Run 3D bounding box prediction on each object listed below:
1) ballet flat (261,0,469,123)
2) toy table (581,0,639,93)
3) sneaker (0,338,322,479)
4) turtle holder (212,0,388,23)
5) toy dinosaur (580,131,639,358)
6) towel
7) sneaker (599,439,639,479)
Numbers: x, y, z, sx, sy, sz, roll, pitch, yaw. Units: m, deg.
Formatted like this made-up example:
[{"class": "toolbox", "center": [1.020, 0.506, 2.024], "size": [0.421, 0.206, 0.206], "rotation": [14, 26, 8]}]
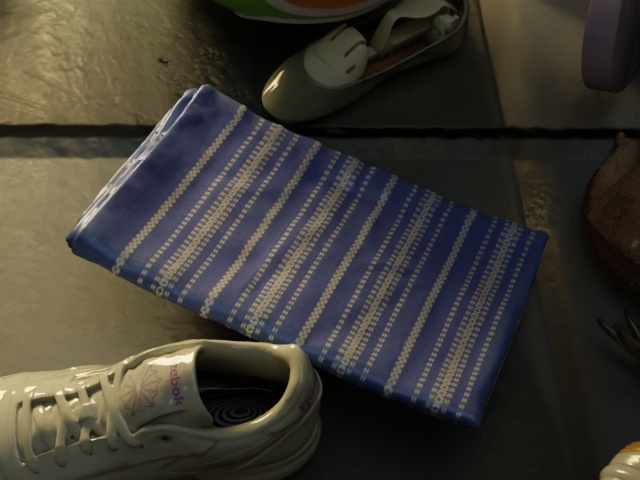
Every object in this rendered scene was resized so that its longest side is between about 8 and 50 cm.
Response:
[{"class": "ballet flat", "center": [0.041, -0.173, 1.214], "size": [0.213, 0.068, 0.072], "rotation": [-26, 65, -21]}, {"class": "toy table", "center": [0.347, -0.233, 1.210], "size": [0.161, 0.252, 0.274], "rotation": [13, 66, 21]}, {"class": "sneaker", "center": [-0.146, 0.116, 0.957], "size": [0.305, 0.152, 0.114], "rotation": [-8, 63, -11]}, {"class": "turtle holder", "center": [-0.024, -0.309, 1.220], "size": [0.227, 0.320, 0.243], "rotation": [17, 93, -12]}, {"class": "toy dinosaur", "center": [0.282, 0.009, 1.110], "size": [0.200, 0.127, 0.295], "rotation": [-45, 50, 8]}, {"class": "towel", "center": [0.000, 0.000, 1.075], "size": [0.336, 0.040, 0.243], "rotation": [23, 39, 7]}, {"class": "sneaker", "center": [0.295, 0.280, 0.957], "size": [0.296, 0.112, 0.131], "rotation": [42, 79, 20]}]
